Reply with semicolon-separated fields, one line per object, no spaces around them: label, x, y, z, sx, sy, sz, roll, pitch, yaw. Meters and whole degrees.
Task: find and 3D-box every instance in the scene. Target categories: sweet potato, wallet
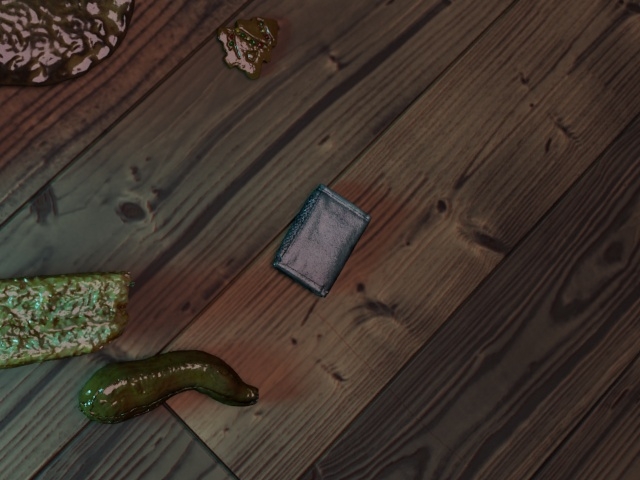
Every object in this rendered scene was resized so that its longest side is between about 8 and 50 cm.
sweet potato;-0.189;0.178;1.553;0.233;0.062;0.081;-4;104;-23
wallet;0.000;0.000;1.643;0.088;0.026;0.129;33;78;-11

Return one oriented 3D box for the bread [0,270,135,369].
bread;-0.323;0.090;1.468;0.196;0.138;0.102;-6;94;-21

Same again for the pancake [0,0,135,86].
pancake;-0.374;-0.326;1.523;0.288;0.033;0.286;-17;92;-20

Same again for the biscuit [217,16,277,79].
biscuit;-0.089;-0.258;1.629;0.092;0.016;0.082;-39;100;-15
